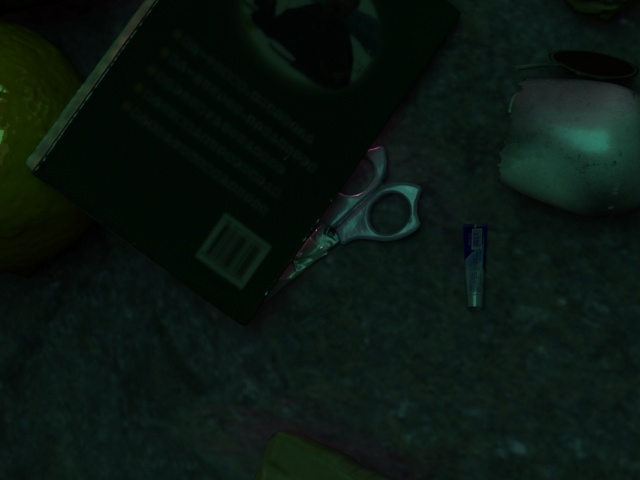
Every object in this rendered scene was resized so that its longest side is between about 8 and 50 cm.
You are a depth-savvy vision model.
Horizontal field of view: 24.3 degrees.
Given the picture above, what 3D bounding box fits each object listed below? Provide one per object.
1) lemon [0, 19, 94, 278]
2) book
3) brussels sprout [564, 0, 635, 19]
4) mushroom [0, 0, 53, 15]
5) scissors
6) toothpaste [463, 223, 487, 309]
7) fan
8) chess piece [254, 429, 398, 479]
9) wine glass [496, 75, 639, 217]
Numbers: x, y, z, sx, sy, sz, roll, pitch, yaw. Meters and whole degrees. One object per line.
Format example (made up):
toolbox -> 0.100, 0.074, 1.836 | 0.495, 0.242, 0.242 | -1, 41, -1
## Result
lemon -> -0.321, -0.095, 1.412 | 0.228, 0.228, 0.253 | -31, 82, 5
book -> -0.063, -0.141, 1.370 | 0.260, 0.043, 0.371 | 38, 82, -24
brussels sprout -> 0.257, -0.293, 1.371 | 0.151, 0.149, 0.122 | 46, 74, 1
mushroom -> -0.330, -0.366, 1.440 | 0.345, 0.259, 0.345 | -14, 51, 18
scissors -> 0.000, 0.000, 1.432 | 0.212, 0.021, 0.110 | -41, 72, 1
toothpaste -> 0.147, 0.024, 1.399 | 0.024, 0.015, 0.083 | -3, 73, 13
fan -> 0.232, -0.162, 1.369 | 0.085, 0.133, 0.005 | 43, 132, 53
chess piece -> 0.063, 0.274, 1.325 | 0.301, 0.137, 0.137 | 25, 85, 29
wine glass -> 0.285, -0.073, 1.329 | 0.241, 0.126, 0.126 | 15, 83, 12
